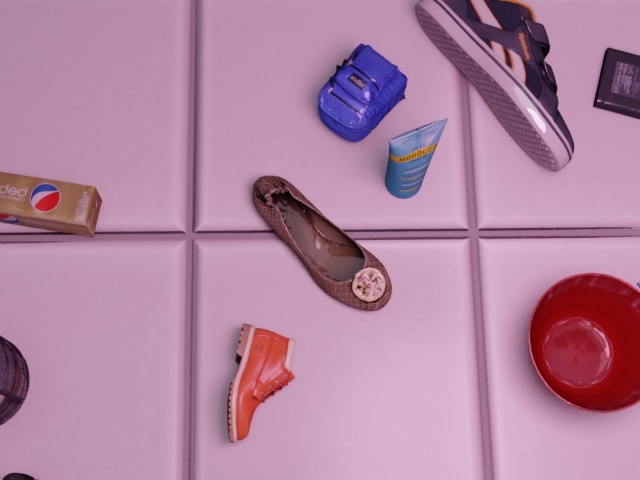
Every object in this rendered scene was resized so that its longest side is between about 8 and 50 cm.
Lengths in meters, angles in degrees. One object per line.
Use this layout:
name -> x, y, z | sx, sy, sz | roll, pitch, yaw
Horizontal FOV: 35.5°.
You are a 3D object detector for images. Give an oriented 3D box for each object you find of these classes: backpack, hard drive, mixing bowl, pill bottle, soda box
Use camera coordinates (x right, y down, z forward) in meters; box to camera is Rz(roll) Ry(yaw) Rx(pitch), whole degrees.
backpack -> 0.051, -0.210, 1.415 | 0.098, 0.101, 0.120 | 38, 80, 15
hard drive -> 0.478, -0.224, 1.473 | 0.135, 0.022, 0.094 | 16, 74, 2
mixing bowl -> 0.355, 0.142, 1.327 | 0.181, 0.098, 0.181 | 0, 75, -1
pill bottle -> -0.446, 0.157, 1.216 | 0.130, 0.246, 0.130 | 1, 74, -2
soda box -> -0.397, -0.053, 1.372 | 0.181, 0.061, 0.058 | 10, 74, 1

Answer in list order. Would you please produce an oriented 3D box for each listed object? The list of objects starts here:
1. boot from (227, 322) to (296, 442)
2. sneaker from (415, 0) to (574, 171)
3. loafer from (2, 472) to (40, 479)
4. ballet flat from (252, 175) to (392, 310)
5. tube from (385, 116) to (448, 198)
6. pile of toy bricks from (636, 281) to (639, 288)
boot -> -0.079, 0.193, 1.320 | 0.084, 0.059, 0.158 | 13, 73, -4
sneaker -> 0.278, -0.252, 1.420 | 0.127, 0.126, 0.321 | -35, 77, -5
loafer -> -0.315, 0.370, 1.254 | 0.223, 0.076, 0.078 | 25, 80, 10
ballet flat -> 0.000, 0.000, 1.374 | 0.084, 0.058, 0.250 | -42, 80, -11
tube -> 0.120, -0.112, 1.333 | 0.080, 0.207, 0.052 | -28, 76, -8
pile of toy bricks -> 0.537, 0.029, 1.361 | 0.212, 0.105, 0.118 | -31, 78, -10
